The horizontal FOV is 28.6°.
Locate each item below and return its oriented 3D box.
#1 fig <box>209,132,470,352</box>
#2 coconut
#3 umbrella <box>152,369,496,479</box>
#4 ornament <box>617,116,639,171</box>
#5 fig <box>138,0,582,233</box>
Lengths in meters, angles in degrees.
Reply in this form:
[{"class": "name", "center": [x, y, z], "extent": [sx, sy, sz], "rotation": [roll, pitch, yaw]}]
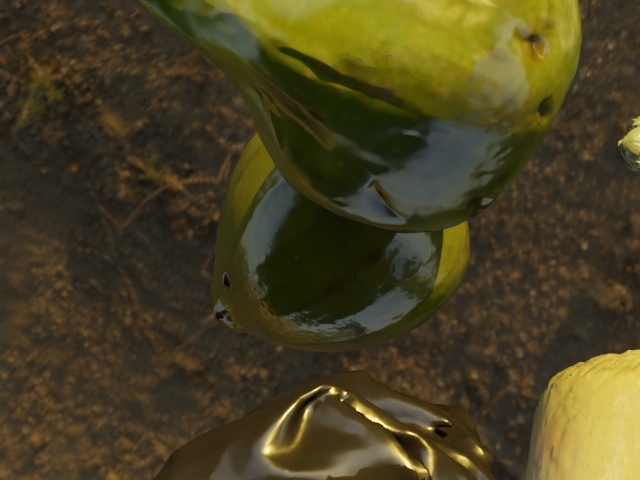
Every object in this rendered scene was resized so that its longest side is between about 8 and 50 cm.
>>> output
[{"class": "fig", "center": [0.000, 0.000, 0.982], "extent": [0.225, 0.203, 0.203], "rotation": [-36, 102, 14]}, {"class": "coconut", "center": [0.277, 0.231, 1.020], "extent": [0.239, 0.244, 0.239], "rotation": [5, 152, 3]}, {"class": "umbrella", "center": [-0.096, 0.132, 0.443], "extent": [0.340, 0.118, 0.118], "rotation": [-15, 117, -12]}, {"class": "ornament", "center": [0.226, -0.038, 0.786], "extent": [0.092, 0.068, 0.041], "rotation": [41, 89, 3]}, {"class": "fig", "center": [0.009, -0.128, 0.736], "extent": [0.275, 0.206, 0.206], "rotation": [23, 125, -17]}]
